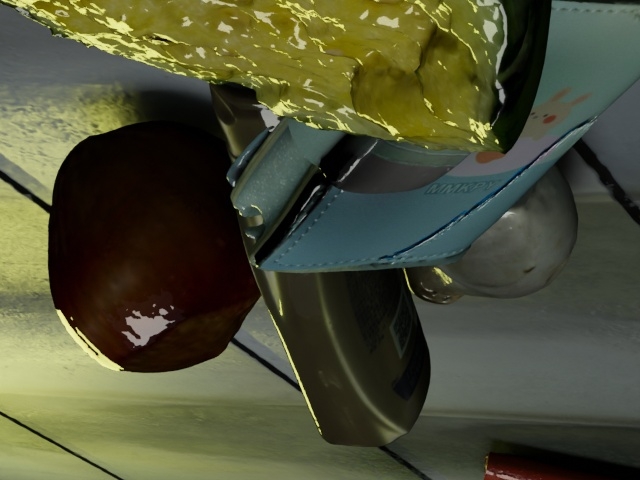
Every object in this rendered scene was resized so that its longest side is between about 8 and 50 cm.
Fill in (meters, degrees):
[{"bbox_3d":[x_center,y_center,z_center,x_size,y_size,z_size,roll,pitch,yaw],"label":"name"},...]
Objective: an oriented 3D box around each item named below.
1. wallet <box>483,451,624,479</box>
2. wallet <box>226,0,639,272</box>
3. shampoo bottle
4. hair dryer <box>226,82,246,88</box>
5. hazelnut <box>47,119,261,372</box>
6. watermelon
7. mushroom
[{"bbox_3d":[0.265,0.260,1.938,0.204,0.045,0.142,11,162,7],"label":"wallet"},{"bbox_3d":[0.073,-0.070,0.983,0.176,0.075,0.250,-2,150,-35],"label":"wallet"},{"bbox_3d":[0.000,0.000,1.237,0.084,0.126,0.350,2,143,18],"label":"shampoo bottle"},{"bbox_3d":[-0.042,-0.160,0.991,0.124,0.071,0.219,-3,148,32],"label":"hair dryer"},{"bbox_3d":[-0.115,0.002,1.327,0.178,0.178,0.204,12,-171,4],"label":"hazelnut"},{"bbox_3d":[-0.042,-0.174,0.777,0.330,0.189,0.331,30,172,5],"label":"watermelon"},{"bbox_3d":[0.109,-0.004,1.257,0.118,0.103,0.270,13,165,7],"label":"mushroom"}]
